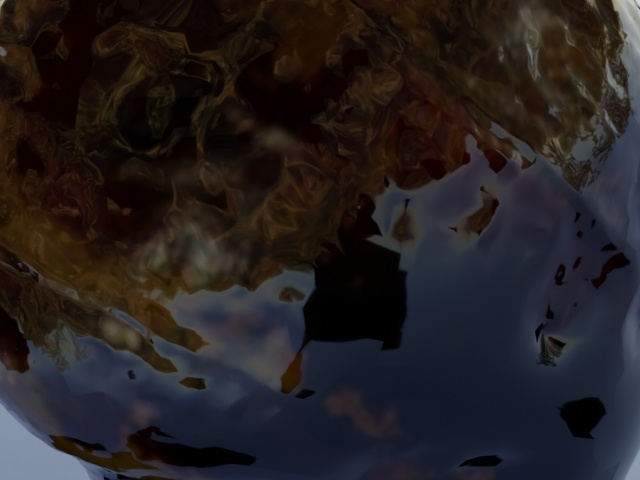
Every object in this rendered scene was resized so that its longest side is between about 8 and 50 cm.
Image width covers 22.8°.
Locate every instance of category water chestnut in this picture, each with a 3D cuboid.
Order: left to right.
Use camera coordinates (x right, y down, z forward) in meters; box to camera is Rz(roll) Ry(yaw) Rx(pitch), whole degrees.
[{"bbox_3d":[0.000,0.000,0.527,0.289,0.244,0.289,-17,171,-3],"label":"water chestnut"}]
